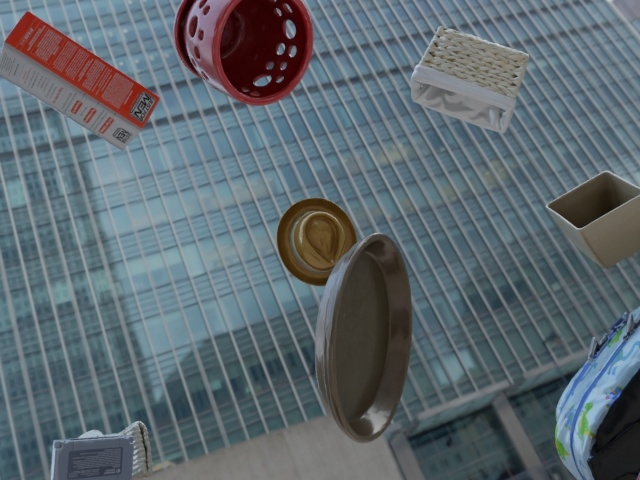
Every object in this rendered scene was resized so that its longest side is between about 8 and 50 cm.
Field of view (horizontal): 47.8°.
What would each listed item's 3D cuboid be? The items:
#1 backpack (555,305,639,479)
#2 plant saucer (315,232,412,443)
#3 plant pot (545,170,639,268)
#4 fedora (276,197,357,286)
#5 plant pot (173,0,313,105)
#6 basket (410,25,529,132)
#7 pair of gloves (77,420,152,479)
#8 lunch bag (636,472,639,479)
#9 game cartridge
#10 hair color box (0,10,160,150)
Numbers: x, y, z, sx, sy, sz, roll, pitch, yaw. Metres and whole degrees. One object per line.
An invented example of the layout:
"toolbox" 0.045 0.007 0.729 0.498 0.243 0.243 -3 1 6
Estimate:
"backpack" 0.529 0.253 1.104 0.356 0.290 0.273 -53 11 -12
"plant saucer" 0.061 0.128 0.971 0.041 0.278 0.278 3 -15 27
"plant pot" 0.422 -0.024 1.079 0.109 0.109 0.096 -30 -66 3
"fedora" 0.000 0.000 1.543 0.194 0.194 0.079 -18 -1 -14
"plant pot" -0.135 -0.332 1.175 0.191 0.174 0.191 -22 -53 -33
"basket" 0.241 -0.259 1.161 0.113 0.167 0.103 52 -120 -76
"pair of gloves" -0.292 0.371 0.955 0.204 0.240 0.042 -23 -26 39
"lunch bag" 0.269 0.250 0.545 0.303 0.115 0.243 -42 -30 -28
"game cartridge" -0.230 0.227 0.729 0.083 0.056 0.017 8 -13 -38
"hair color box" -0.235 -0.150 0.699 0.141 0.043 0.072 33 -26 -21
